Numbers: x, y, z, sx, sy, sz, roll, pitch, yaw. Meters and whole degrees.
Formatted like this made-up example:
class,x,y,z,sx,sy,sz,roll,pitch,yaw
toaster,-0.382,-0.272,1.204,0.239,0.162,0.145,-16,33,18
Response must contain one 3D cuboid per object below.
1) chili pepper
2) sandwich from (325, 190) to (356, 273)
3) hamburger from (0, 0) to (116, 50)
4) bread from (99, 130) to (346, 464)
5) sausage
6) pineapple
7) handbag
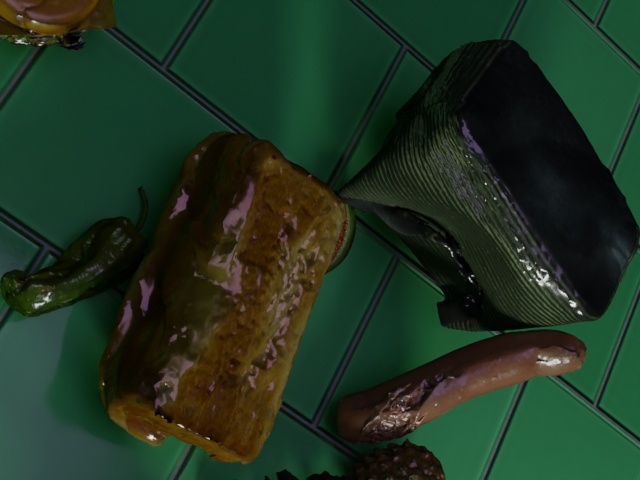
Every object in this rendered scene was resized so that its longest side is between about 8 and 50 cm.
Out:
class,x,y,z,sx,sy,sz,roll,pitch,yaw
chili pepper,-0.233,0.019,1.178,0.204,0.072,0.073,-35,109,-34
sandwich,0.000,0.002,1.346,0.067,0.029,0.135,46,60,-15
hamburger,-0.300,-0.275,1.178,0.189,0.093,0.164,1,83,-29
bread,-0.108,0.057,1.199,0.195,0.149,0.344,35,67,-33
sausage,0.159,0.164,1.305,0.304,0.078,0.078,-22,93,1
pineapple,0.007,0.295,1.252,0.277,0.119,0.130,-10,105,-30
handbag,0.199,-0.049,1.344,0.341,0.240,0.247,51,48,-15
